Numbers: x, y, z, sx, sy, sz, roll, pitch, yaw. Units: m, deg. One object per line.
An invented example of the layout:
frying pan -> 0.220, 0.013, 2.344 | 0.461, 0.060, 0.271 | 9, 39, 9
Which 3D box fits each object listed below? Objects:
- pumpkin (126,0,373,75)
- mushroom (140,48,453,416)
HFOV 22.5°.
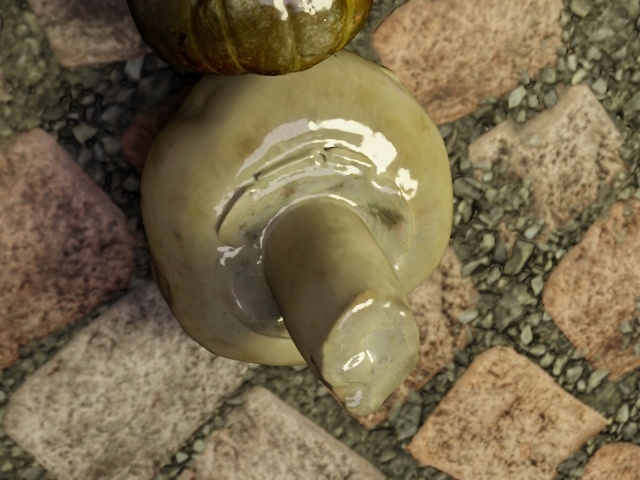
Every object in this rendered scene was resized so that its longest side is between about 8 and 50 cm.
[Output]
pumpkin -> -0.058, -0.230, 1.349 | 0.219, 0.219, 0.162 | -16, 123, -15
mushroom -> 0.000, 0.000, 1.425 | 0.314, 0.336, 0.314 | -12, 126, -17
